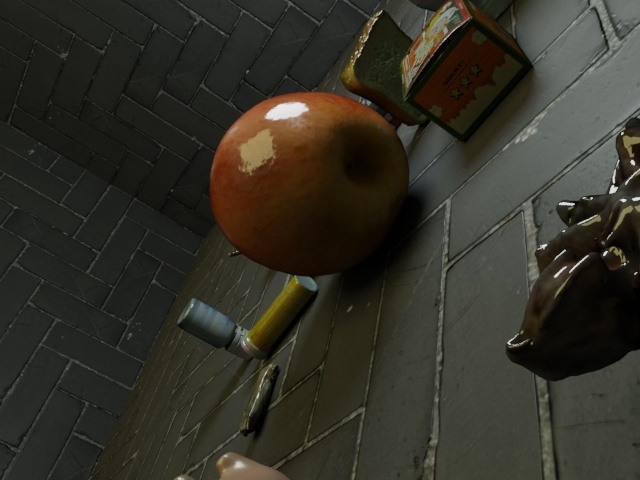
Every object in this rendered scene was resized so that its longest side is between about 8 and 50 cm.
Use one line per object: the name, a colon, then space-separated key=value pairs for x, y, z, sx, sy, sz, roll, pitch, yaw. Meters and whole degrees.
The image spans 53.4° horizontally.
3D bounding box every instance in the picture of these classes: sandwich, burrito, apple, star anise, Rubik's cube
sandwich: x=0.168 y=-0.364 z=1.371 sx=0.186 sy=0.214 sz=0.065 roll=-62 pitch=16 yaw=-11
burrito: x=-0.126 y=0.326 z=1.302 sx=0.171 sy=0.042 sz=0.051 roll=-73 pitch=10 yaw=-49
apple: x=-0.014 y=-0.105 z=1.197 sx=0.364 sy=0.363 sz=0.364 roll=-53 pitch=16 yaw=22
star anise: x=0.293 y=-0.013 z=0.478 sx=0.359 sy=0.139 sz=0.316 roll=-41 pitch=25 yaw=7
Rubik's cube: x=0.137 y=-0.299 z=1.584 sx=0.092 sy=0.092 sz=0.092 roll=-53 pitch=15 yaw=19

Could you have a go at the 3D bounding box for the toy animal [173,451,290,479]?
toy animal: x=-0.107 y=0.408 z=0.757 sx=0.237 sy=0.269 sz=0.326 roll=-53 pitch=-17 yaw=18

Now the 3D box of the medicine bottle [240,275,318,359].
medicine bottle: x=-0.094 y=0.171 z=1.445 sx=0.218 sy=0.074 sz=0.074 roll=-52 pitch=16 yaw=20

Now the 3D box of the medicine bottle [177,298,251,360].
medicine bottle: x=-0.251 y=0.226 z=1.589 sx=0.083 sy=0.203 sz=0.083 roll=-52 pitch=14 yaw=19

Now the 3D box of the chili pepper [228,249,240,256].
chili pepper: x=-0.128 y=-0.040 z=1.862 sx=0.134 sy=0.131 sz=0.338 roll=-16 pitch=35 yaw=33

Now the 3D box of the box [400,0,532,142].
box: x=0.248 y=-0.316 z=1.146 sx=0.177 sy=0.148 sz=0.195 roll=-49 pitch=18 yaw=29

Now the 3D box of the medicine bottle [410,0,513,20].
medicine bottle: x=0.277 y=-0.604 z=1.352 sx=0.245 sy=0.289 sz=0.245 roll=-53 pitch=17 yaw=24

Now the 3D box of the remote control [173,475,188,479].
remote control: x=-0.308 y=0.581 z=1.292 sx=0.140 sy=0.056 sz=0.296 roll=-35 pitch=13 yaw=-9
